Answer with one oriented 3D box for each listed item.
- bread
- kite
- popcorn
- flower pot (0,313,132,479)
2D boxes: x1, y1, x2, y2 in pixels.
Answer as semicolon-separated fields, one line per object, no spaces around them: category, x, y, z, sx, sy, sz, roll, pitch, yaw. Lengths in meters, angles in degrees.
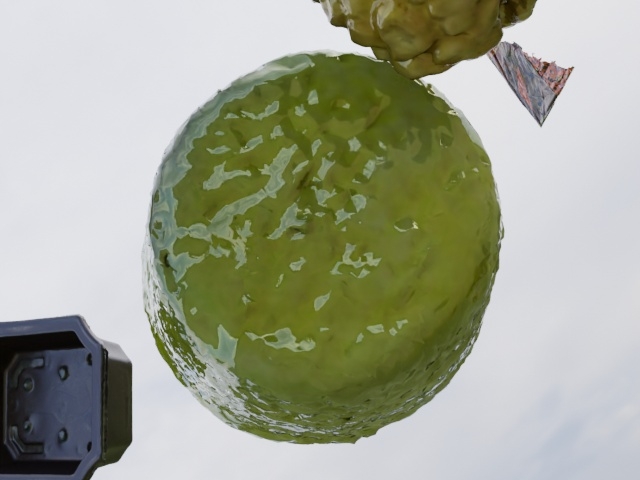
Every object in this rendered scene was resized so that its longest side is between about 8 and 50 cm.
bread;0.000;0.000;1.162;0.348;0.348;0.308;-36;-11;-11
kite;0.226;-0.172;1.425;0.008;0.222;0.125;-36;-55;-10
popcorn;0.075;-0.244;0.976;0.190;0.250;0.250;-32;-19;17
flower pot;-0.290;0.174;1.374;0.250;0.179;0.084;-7;-10;36
